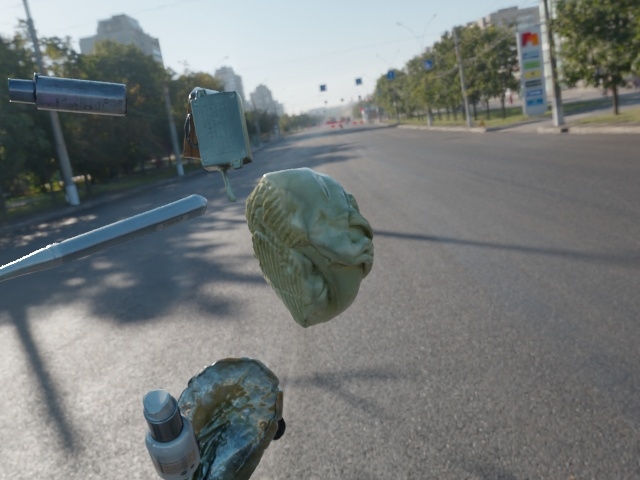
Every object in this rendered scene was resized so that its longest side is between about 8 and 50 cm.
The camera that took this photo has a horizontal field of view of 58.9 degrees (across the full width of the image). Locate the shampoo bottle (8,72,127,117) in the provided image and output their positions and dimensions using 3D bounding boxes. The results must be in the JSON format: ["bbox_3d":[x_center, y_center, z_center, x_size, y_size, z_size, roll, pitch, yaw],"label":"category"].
[{"bbox_3d":[-0.498,-0.289,1.127,0.214,0.071,0.072,0,7,-22],"label":"shampoo bottle"}]

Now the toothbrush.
[{"bbox_3d":[-0.239,0.009,0.559,0.030,0.025,0.342,38,37,17],"label":"toothbrush"}]

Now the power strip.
[{"bbox_3d":[-0.147,-0.144,0.865,0.075,0.175,0.042,-10,-4,4],"label":"power strip"}]

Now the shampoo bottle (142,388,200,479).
[{"bbox_3d":[-0.227,0.286,0.844,0.074,0.192,0.074,-1,41,0],"label":"shampoo bottle"}]

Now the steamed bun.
[{"bbox_3d":[-0.001,0.001,1.122,0.203,0.289,0.276,-26,-8,-31],"label":"steamed bun"}]

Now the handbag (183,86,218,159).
[{"bbox_3d":[-0.334,-0.320,1.583,0.072,0.193,0.151,11,22,-7],"label":"handbag"}]

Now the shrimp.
[{"bbox_3d":[-0.238,0.457,1.214,0.221,0.445,0.110,26,-6,-4],"label":"shrimp"}]

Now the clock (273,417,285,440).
[{"bbox_3d":[-0.145,0.625,1.885,0.010,0.074,0.083,-8,18,38],"label":"clock"}]
